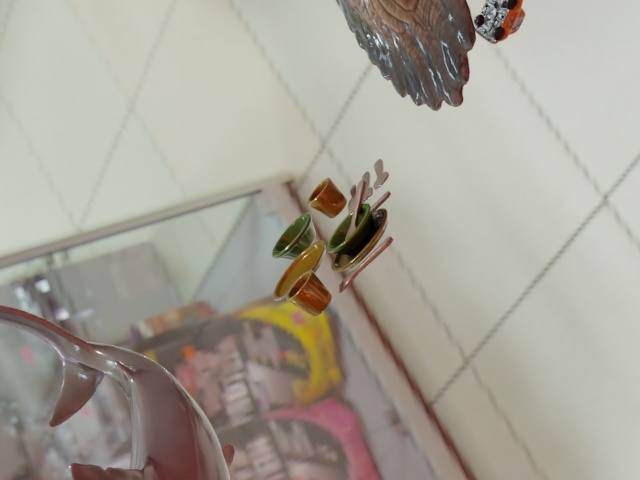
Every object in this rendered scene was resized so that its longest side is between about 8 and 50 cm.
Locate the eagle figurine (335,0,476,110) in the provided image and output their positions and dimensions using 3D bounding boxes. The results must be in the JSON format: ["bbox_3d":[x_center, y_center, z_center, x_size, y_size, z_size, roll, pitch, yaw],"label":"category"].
[{"bbox_3d":[0.020,-0.255,0.945,0.225,0.226,0.298,-28,46,63],"label":"eagle figurine"}]

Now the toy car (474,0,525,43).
[{"bbox_3d":[0.150,-0.221,1.524,0.122,0.040,0.060,20,104,49],"label":"toy car"}]

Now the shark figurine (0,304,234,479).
[{"bbox_3d":[-0.098,0.116,0.792,0.166,0.116,0.278,-35,50,20],"label":"shark figurine"}]

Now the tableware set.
[{"bbox_3d":[0.000,0.000,0.980,0.024,0.154,0.104,40,107,-15],"label":"tableware set"}]
